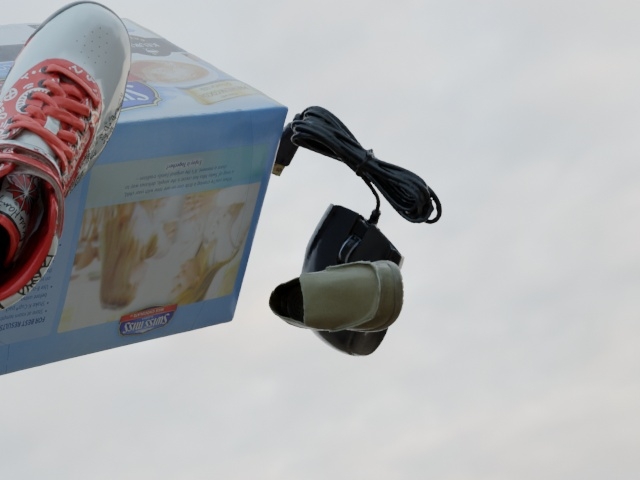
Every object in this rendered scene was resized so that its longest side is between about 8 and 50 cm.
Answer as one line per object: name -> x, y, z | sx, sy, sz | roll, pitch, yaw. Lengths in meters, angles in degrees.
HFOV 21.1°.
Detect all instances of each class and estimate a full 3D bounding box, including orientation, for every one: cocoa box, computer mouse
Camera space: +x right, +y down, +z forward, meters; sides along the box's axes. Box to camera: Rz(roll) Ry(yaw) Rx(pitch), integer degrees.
cocoa box -> -0.239, -0.045, 1.504 | 0.347, 0.228, 0.231 | -11, -57, -49
computer mouse -> 0.000, 0.000, 1.628 | 0.060, 0.184, 0.262 | -36, -22, -38

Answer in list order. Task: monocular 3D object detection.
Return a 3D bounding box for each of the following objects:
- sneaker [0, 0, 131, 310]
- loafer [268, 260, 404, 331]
sneaker -> -0.193, -0.058, 1.191 | 0.090, 0.270, 0.145 | 37, -17, -19
loafer -> 0.011, 0.048, 1.353 | 0.050, 0.056, 0.148 | -1, -11, -35
